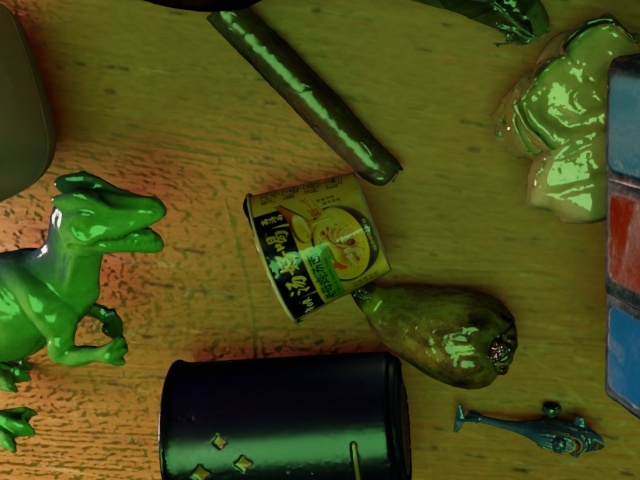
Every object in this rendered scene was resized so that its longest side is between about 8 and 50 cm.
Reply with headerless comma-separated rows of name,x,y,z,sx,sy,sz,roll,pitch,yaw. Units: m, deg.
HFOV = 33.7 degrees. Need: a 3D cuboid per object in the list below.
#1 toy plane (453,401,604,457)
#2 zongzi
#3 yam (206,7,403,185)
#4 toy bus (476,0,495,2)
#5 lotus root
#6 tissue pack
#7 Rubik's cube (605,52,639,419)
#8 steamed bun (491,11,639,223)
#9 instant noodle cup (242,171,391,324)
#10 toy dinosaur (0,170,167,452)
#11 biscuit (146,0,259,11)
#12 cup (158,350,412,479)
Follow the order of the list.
toy plane,0.236,0.214,1.195,0.167,0.062,0.054,10,109,16
zongzi,0.162,-0.229,1.069,0.119,0.055,0.109,-26,103,27
yam,-0.014,-0.155,1.119,0.264,0.046,0.046,45,108,-6
toy bus,0.107,-0.345,0.972,0.116,0.133,0.234,19,108,41
lotus root,0.122,0.093,1.160,0.190,0.094,0.108,20,70,13
tissue pack,-0.448,-0.124,1.103,0.333,0.236,0.229,-13,96,12
Rubik's cube,0.468,0.015,0.883,0.362,0.363,0.359,-10,105,-17
steamed bun,0.269,-0.112,1.062,0.177,0.106,0.192,44,100,-2
instant noodle cup,0.000,0.000,1.120,0.122,0.151,0.151,-22,103,7
toy dinosaur,-0.428,0.050,1.120,0.499,0.144,0.374,12,131,-4
biscuit,-0.114,-0.416,0.968,0.407,0.091,0.407,10,109,29
cup,-0.026,0.227,1.211,0.256,0.255,0.178,-4,70,7
